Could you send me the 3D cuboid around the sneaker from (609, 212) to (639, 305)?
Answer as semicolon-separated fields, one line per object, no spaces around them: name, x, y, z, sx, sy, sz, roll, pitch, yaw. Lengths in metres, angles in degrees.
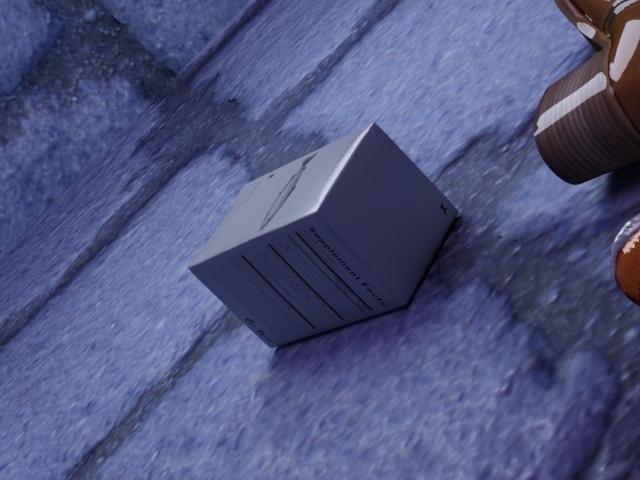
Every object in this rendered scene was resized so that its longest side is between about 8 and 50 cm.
sneaker;0.236;-0.025;0.794;0.175;0.064;0.067;-49;38;3

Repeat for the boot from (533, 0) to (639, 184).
boot;0.255;-0.179;0.978;0.220;0.109;0.283;-30;25;42

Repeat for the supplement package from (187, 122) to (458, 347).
supplement package;0.000;0.000;1.156;0.179;0.105;0.105;-22;28;49
